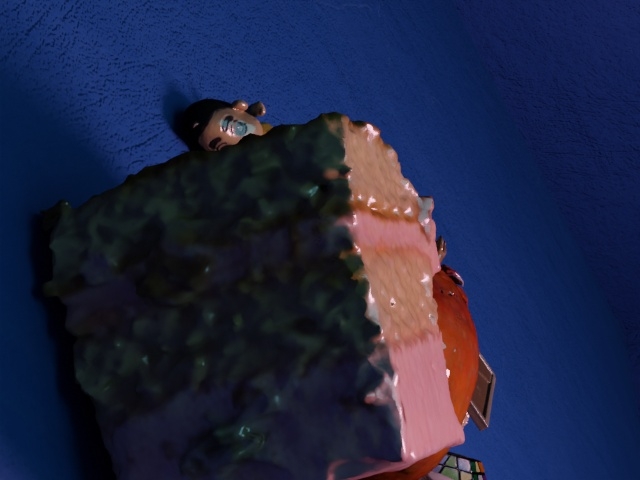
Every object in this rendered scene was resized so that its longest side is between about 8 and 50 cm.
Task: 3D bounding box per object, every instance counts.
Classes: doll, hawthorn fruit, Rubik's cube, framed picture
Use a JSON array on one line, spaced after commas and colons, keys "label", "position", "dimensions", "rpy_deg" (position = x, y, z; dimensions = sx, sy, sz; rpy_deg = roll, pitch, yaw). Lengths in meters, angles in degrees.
[{"label": "doll", "position": [-0.104, -0.126, 1.391], "dimensions": [0.089, 0.102, 0.179], "rpy_deg": [34, 11, 25]}, {"label": "hawthorn fruit", "position": [0.069, 0.115, 1.331], "dimensions": [0.307, 0.276, 0.276], "rpy_deg": [-57, 138, -16]}, {"label": "Rubik's cube", "position": [0.184, 0.365, 1.679], "dimensions": [0.133, 0.133, 0.112], "rpy_deg": [59, 1, -32]}, {"label": "framed picture", "position": [0.180, 0.137, 1.706], "dimensions": [0.260, 0.023, 0.189], "rpy_deg": [55, 18, -9]}]

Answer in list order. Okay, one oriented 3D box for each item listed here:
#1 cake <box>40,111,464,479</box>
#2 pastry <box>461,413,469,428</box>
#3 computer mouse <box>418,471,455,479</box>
[{"label": "cake", "position": [-0.043, 0.083, 1.067], "dimensions": [0.293, 0.314, 0.307], "rpy_deg": [16, 57, -67]}, {"label": "pastry", "position": [0.200, 0.207, 1.855], "dimensions": [0.265, 0.102, 0.112], "rpy_deg": [-73, 160, -65]}, {"label": "computer mouse", "position": [0.128, 0.378, 1.373], "dimensions": [0.121, 0.184, 0.297], "rpy_deg": [42, -6, -3]}]
